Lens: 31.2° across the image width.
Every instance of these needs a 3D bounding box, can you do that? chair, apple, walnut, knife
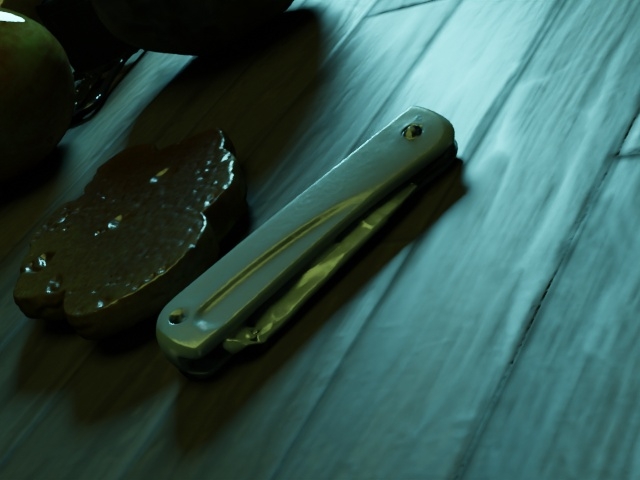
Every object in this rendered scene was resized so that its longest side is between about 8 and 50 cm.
[{"bbox_3d":[-0.287,-0.241,1.384,0.106,0.113,0.229,-15,28,30],"label":"chair"},{"bbox_3d":[-0.360,-0.151,1.220,0.188,0.188,0.174,-14,36,28],"label":"apple"},{"bbox_3d":[-0.141,-0.332,1.231,0.273,0.273,0.227,-25,-6,10],"label":"walnut"},{"bbox_3d":[-0.002,-0.001,0.792,0.265,0.041,0.073,-42,41,-21],"label":"knife"}]

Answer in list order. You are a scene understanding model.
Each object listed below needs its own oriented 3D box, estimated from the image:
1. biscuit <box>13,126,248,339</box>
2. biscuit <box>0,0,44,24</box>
[{"bbox_3d":[-0.153,-0.007,0.938,0.208,0.041,0.290,-28,27,3],"label":"biscuit"},{"bbox_3d":[-0.373,-0.260,1.447,0.036,0.192,0.186,21,42,6],"label":"biscuit"}]
